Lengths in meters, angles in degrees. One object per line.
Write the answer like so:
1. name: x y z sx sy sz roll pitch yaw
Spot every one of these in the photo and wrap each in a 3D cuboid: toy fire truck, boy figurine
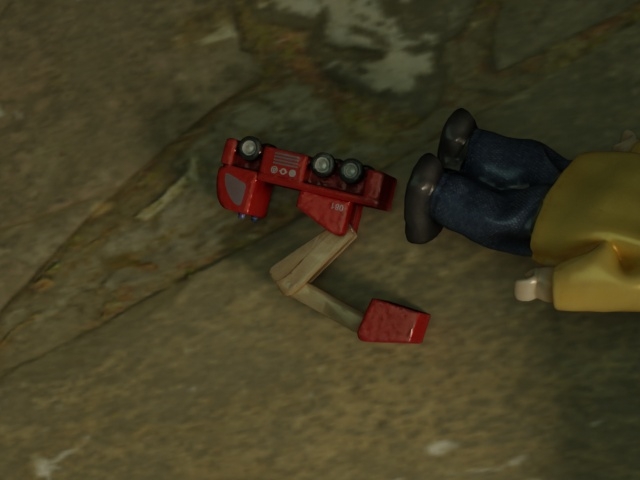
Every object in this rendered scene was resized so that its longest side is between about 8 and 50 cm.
1. toy fire truck: 0.000 0.000 0.968 0.192 0.047 0.135 14 90 18
2. boy figurine: 0.209 -0.012 0.869 0.285 0.092 0.177 19 52 20
